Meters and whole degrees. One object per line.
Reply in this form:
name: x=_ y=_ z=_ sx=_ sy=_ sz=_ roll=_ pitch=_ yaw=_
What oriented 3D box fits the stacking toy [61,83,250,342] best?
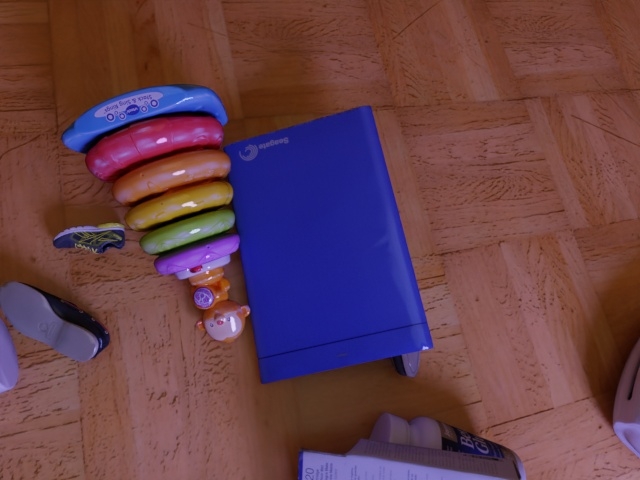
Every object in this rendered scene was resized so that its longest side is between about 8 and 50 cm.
stacking toy: x=-0.160 y=-0.016 z=0.554 sx=0.175 sy=0.166 sz=0.302 roll=-18 pitch=94 yaw=-2

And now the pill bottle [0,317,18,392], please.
pill bottle: x=-0.428 y=0.144 z=0.438 sx=0.216 sy=0.121 sz=0.121 roll=-20 pitch=78 yaw=-18

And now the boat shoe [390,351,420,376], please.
boat shoe: x=0.083 y=0.083 z=0.622 sx=0.064 sy=0.075 sz=0.206 roll=-18 pitch=80 yaw=25

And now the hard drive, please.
hard drive: x=0.000 y=0.000 z=0.590 sx=0.210 sy=0.040 sz=0.319 roll=-14 pitch=75 yaw=8

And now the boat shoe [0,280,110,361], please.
boat shoe: x=-0.307 y=0.091 z=0.528 sx=0.133 sy=0.042 sz=0.049 roll=33 pitch=93 yaw=0

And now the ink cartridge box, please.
ink cartridge box: x=0.085 y=0.330 z=0.484 sx=0.223 sy=0.045 sz=0.224 roll=3 pitch=94 yaw=11

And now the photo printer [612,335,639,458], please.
photo printer: x=0.573 y=0.255 z=0.645 sx=0.307 sy=0.107 sz=0.256 roll=42 pitch=68 yaw=3

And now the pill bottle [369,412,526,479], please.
pill bottle: x=0.145 y=0.269 z=0.547 sx=0.169 sy=0.094 sz=0.094 roll=22 pitch=69 yaw=-6

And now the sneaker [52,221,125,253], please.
sneaker: x=-0.284 y=0.001 z=0.566 sx=0.083 sy=0.031 sz=0.035 roll=-13 pitch=77 yaw=-17
